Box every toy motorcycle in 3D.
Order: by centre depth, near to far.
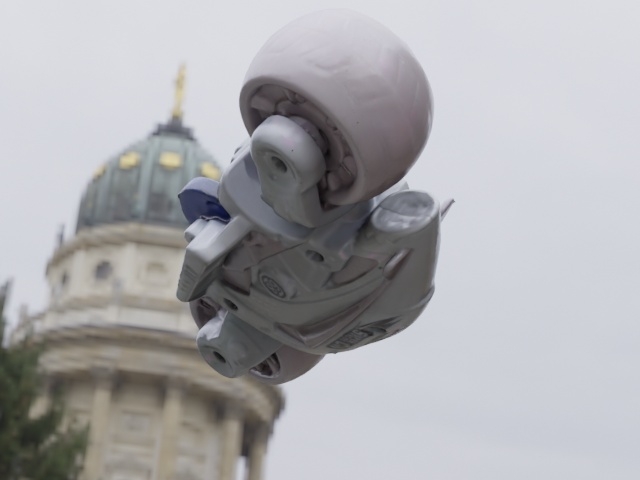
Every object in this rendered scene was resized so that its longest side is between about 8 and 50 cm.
[{"bbox_3d":[0.000,0.000,0.680,0.112,0.112,0.254,8,-28,-6],"label":"toy motorcycle"}]
